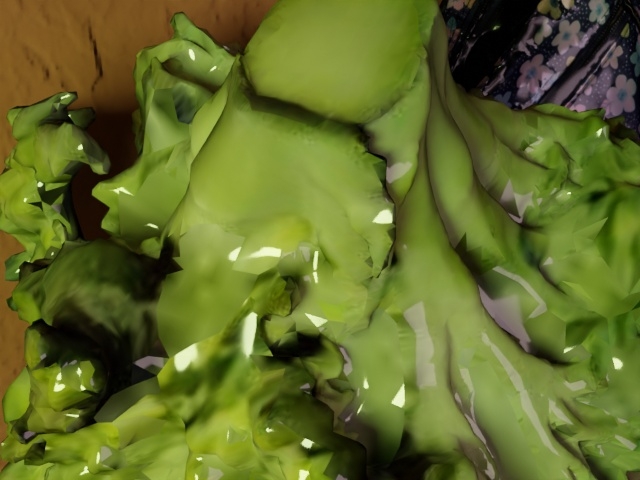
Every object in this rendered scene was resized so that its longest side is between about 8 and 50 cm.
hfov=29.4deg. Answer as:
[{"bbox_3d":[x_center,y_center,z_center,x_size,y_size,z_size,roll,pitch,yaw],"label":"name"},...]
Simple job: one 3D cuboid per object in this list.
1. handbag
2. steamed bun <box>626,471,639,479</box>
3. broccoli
[{"bbox_3d":[0.158,-0.105,0.807,0.208,0.127,0.228,39,79,-38],"label":"handbag"},{"bbox_3d":[0.121,0.311,0.656,0.456,0.290,0.371,-43,129,-17],"label":"steamed bun"},{"bbox_3d":[0.004,0.017,0.566,0.334,0.324,0.272,-52,125,-31],"label":"broccoli"}]
